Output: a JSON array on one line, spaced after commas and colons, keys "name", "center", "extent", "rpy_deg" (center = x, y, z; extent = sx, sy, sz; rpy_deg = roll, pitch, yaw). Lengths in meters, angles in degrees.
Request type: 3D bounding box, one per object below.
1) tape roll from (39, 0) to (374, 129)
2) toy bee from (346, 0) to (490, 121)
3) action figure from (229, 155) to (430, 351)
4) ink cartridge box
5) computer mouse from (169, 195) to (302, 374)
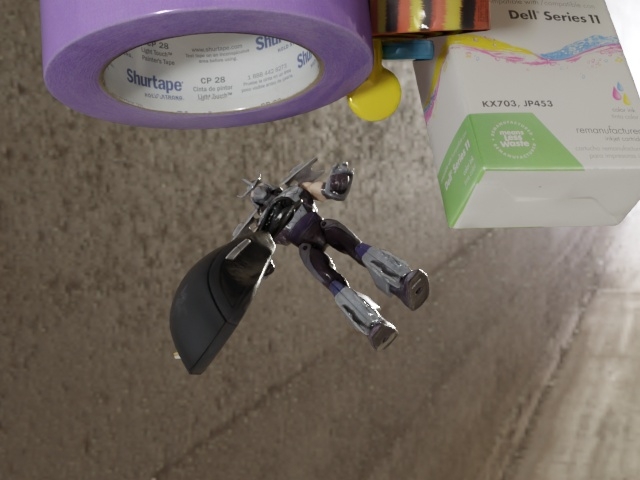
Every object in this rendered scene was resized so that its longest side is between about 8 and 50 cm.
[{"name": "tape roll", "center": [-0.094, -0.177, 0.827], "extent": [0.275, 0.275, 0.090], "rpy_deg": [22, 60, -68]}, {"name": "toy bee", "center": [0.035, -0.211, 0.969], "extent": [0.298, 0.162, 0.195], "rpy_deg": [141, -58, -68]}, {"name": "action figure", "center": [0.000, 0.000, 1.166], "extent": [0.185, 0.285, 0.099], "rpy_deg": [-51, 152, 2]}, {"name": "ink cartridge box", "center": [0.222, -0.192, 1.097], "extent": [0.119, 0.207, 0.353], "rpy_deg": [107, -22, -57]}, {"name": "computer mouse", "center": [-0.110, 0.057, 0.935], "extent": [0.184, 0.060, 0.262], "rpy_deg": [-52, -173, 29]}]
